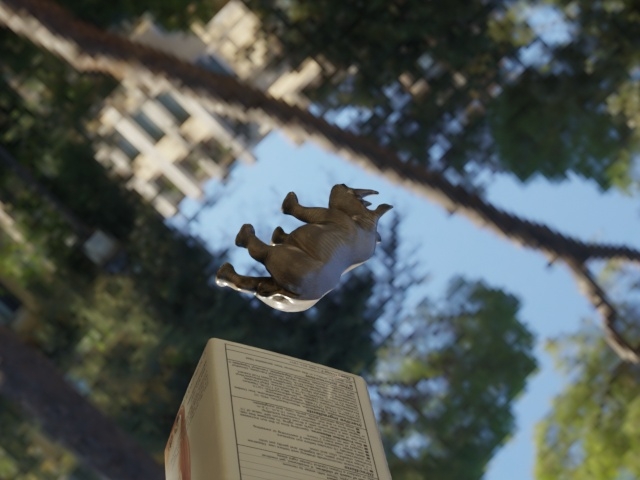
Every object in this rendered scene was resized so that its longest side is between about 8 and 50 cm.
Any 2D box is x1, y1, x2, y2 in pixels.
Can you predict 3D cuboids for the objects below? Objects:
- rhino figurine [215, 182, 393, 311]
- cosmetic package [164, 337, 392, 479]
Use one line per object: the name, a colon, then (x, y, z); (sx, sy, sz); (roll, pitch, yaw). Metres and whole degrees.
rhino figurine: (0.000, 0.000, 1.766); (0.243, 0.106, 0.073); (-39, 149, -50)
cosmetic package: (-0.033, 0.216, 1.334); (0.296, 0.153, 0.129); (-102, -148, -64)
